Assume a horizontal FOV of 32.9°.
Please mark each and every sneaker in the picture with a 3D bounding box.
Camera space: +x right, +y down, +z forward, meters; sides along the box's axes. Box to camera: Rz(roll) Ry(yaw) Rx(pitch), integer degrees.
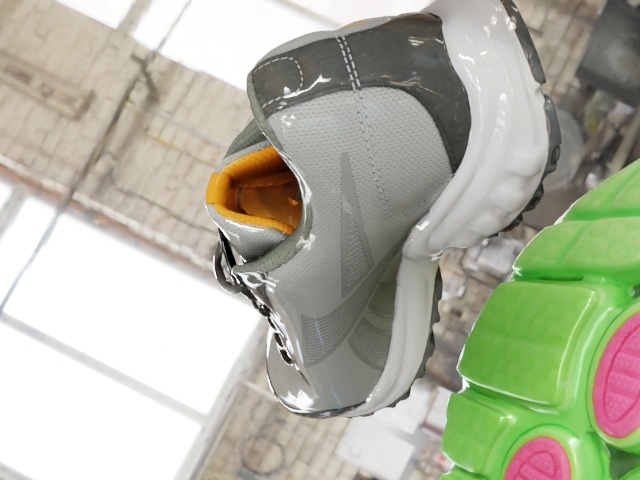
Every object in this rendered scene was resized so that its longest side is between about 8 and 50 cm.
[{"bbox_3d":[0.000,-0.001,0.453,0.271,0.108,0.100,108,151,-57],"label":"sneaker"},{"bbox_3d":[0.178,0.155,0.574,0.202,0.185,0.482,-13,-55,-38],"label":"sneaker"}]
